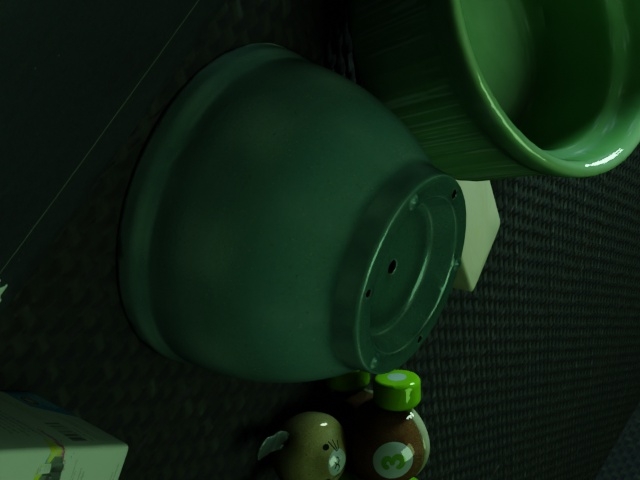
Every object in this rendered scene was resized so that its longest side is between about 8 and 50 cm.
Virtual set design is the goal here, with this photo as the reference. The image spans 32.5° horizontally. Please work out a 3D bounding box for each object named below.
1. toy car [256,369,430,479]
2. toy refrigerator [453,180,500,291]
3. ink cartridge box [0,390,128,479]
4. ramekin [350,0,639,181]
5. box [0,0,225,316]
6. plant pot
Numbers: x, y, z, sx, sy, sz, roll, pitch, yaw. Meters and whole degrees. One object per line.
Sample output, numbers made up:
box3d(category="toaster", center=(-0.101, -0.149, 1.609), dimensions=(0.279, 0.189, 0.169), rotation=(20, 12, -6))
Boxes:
box3d(category="toy car", center=(0.008, 0.228, 1.171), dimensions=(0.188, 0.149, 0.155), rotation=(-17, 111, -41))
box3d(category="toy refrigerator", center=(0.120, -0.060, 1.208), dimensions=(0.102, 0.094, 0.269), rotation=(-64, 152, -23))
box3d(category="ink cartridge box", center=(-0.229, 0.145, 0.731), dimensions=(0.181, 0.104, 0.061), rotation=(17, 93, -60))
box3d(category="ramekin", center=(0.170, -0.198, 1.029), dimensions=(0.303, 0.148, 0.303), rotation=(8, 78, -40))
box3d(category="box", center=(-0.162, -0.172, 0.454), dimensions=(0.343, 0.179, 0.312), rotation=(-56, 166, -13))
box3d(category="plant pot", center=(0.000, 0.000, 0.932), dimensions=(0.293, 0.196, 0.293), rotation=(-38, 139, -42))
